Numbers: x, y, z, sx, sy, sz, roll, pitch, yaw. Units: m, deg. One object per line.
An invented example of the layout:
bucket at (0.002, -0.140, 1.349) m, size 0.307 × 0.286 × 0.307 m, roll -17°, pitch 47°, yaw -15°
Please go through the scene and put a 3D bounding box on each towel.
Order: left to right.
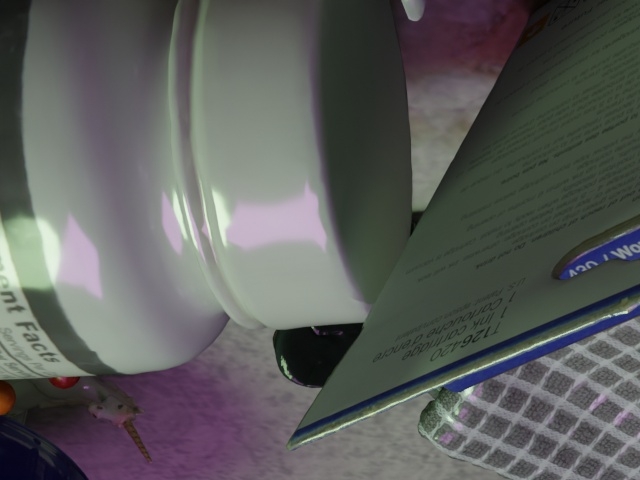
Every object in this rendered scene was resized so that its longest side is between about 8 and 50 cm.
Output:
towel at (0.210, 0.060, 0.877) m, size 0.284 × 0.121 × 0.235 m, roll 26°, pitch 134°, yaw -25°

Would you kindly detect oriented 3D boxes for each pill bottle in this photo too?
pill bottle at (-0.151, -0.037, 0.742) m, size 0.361 × 0.204 × 0.204 m, roll -4°, pitch 144°, yaw 15°

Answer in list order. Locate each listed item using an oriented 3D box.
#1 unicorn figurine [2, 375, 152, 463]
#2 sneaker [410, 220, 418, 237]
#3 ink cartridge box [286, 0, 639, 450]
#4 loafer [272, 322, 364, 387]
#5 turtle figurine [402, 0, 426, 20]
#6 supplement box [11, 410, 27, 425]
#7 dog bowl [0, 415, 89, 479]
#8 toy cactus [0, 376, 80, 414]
unicorn figurine at (-0.193, 0.095, 1.080) m, size 0.162 × 0.060 × 0.111 m, roll -3°, pitch 148°, yaw 43°
sneaker at (0.000, 0.000, 0.917) m, size 0.119 × 0.047 × 0.057 m, roll -7°, pitch 132°, yaw 18°
ink cartridge box at (0.161, -0.052, 0.579) m, size 0.304 × 0.307 × 0.072 m, roll -28°, pitch 114°, yaw 40°
loafer at (0.054, 0.061, 0.991) m, size 0.170 × 0.062 × 0.061 m, roll 5°, pitch -175°, yaw -10°
turtle figurine at (0.144, -0.205, 0.424) m, size 0.275 × 0.198 × 0.266 m, roll -32°, pitch 125°, yaw -14°
supplement box at (-0.330, 0.163, 1.147) m, size 0.220 × 0.114 × 0.111 m, roll 12°, pitch 144°, yaw -10°
dog bowl at (-0.272, 0.210, 1.026) m, size 0.265 × 0.104 × 0.265 m, roll 2°, pitch 136°, yaw 2°
toy cactus at (-0.221, 0.007, 0.935) m, size 0.219 × 0.112 × 0.180 m, roll 20°, pitch 125°, yaw -15°
